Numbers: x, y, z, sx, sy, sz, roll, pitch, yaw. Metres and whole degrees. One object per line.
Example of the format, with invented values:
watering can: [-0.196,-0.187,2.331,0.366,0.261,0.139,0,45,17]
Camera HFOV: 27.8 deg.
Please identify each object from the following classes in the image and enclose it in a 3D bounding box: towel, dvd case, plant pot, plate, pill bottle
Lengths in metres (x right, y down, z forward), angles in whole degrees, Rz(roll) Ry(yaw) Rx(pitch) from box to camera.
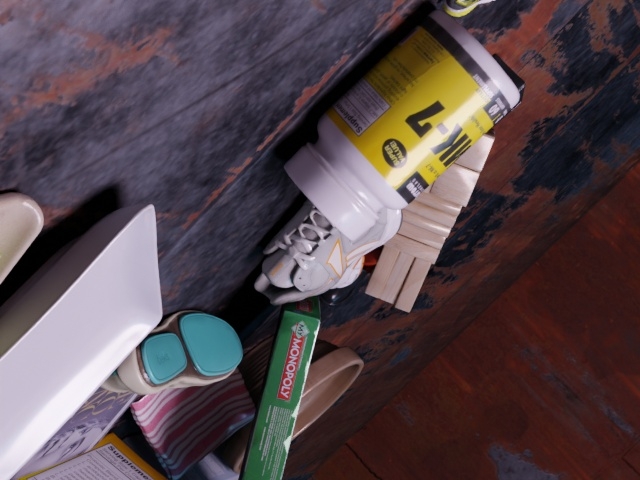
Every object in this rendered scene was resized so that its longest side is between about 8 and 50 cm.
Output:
towel: [-0.151,0.207,1.588,0.144,0.029,0.197,-37,142,-17]
dvd case: [-0.273,0.198,1.394,0.164,0.018,0.221,-49,165,25]
plant pot: [-0.062,0.208,1.804,0.237,0.110,0.237,-40,165,-13]
plate: [-0.241,0.106,1.079,0.278,0.045,0.277,-48,170,-20]
pill bottle: [0.073,-0.105,1.213,0.208,0.119,0.119,-43,166,5]

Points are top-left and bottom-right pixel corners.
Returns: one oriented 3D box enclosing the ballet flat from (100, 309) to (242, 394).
ballet flat: [-0.166,0.123,1.365,0.086,0.086,0.248,-45,164,13]

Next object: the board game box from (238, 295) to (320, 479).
board game box: [-0.059,0.224,1.544,0.213,0.046,0.317,-90,-166,-84]

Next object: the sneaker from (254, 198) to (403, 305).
sneaker: [0.000,0.000,1.388,0.121,0.099,0.262,-30,161,-27]

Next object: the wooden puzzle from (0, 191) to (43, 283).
wooden puzzle: [-0.309,0.066,0.847,0.221,0.044,0.239,-48,165,24]

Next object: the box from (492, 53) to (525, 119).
box: [0.187,-0.161,1.490,0.083,0.052,0.062,-42,166,-7]

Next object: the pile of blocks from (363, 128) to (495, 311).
pile of blocks: [0.106,-0.057,1.508,0.362,0.113,0.149,110,1,-59]

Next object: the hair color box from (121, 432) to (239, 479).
hair color box: [-0.216,0.356,1.823,0.185,0.113,0.374,-45,165,12]

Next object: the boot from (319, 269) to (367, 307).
boot: [0.050,0.026,1.695,0.121,0.045,0.099,-41,170,-35]

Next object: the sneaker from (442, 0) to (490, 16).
sneaker: [0.151,-0.239,1.203,0.083,0.031,0.035,-37,165,-18]

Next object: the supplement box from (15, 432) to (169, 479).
supplement box: [-0.301,0.385,1.434,0.356,0.194,0.195,-14,135,-62]
